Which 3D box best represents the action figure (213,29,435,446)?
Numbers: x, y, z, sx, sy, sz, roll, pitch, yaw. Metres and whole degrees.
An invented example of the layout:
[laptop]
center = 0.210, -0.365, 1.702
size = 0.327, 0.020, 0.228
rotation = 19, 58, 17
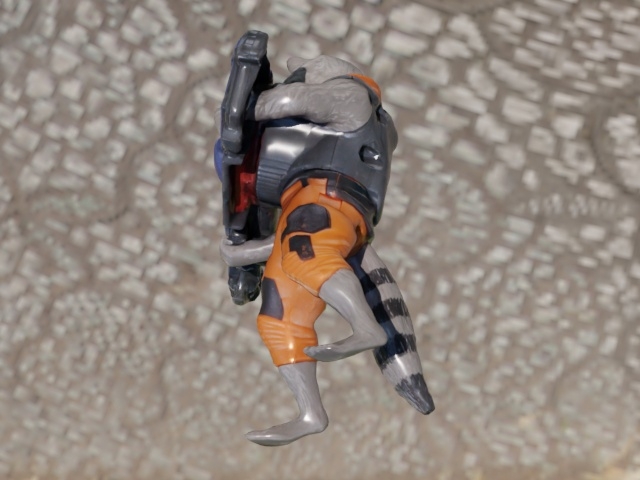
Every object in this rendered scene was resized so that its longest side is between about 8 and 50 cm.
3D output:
[action figure]
center = 0.000, 0.000, 1.446
size = 0.178, 0.330, 0.341
rotation = 2, 152, -1
